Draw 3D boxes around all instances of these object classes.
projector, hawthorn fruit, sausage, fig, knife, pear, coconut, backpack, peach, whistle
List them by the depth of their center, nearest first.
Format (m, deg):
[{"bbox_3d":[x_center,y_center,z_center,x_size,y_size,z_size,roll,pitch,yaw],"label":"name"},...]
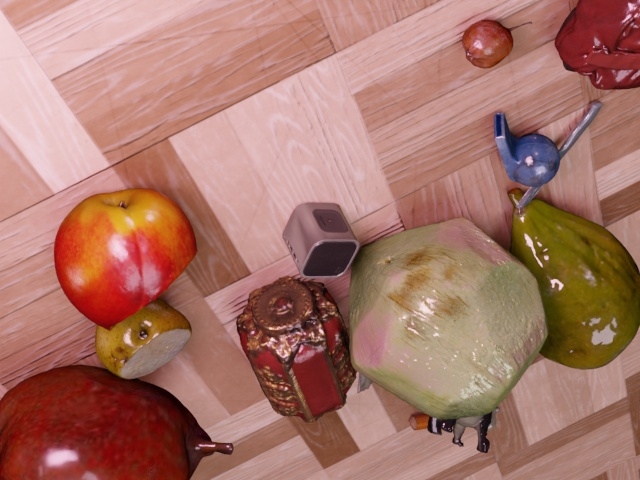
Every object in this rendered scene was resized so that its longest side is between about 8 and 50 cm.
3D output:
[{"bbox_3d":[-0.256,0.028,1.443,0.190,0.190,0.192,-16,121,-13],"label":"peach"},{"bbox_3d":[0.241,-0.279,1.484,0.103,0.067,0.066,-37,141,-7],"label":"hawthorn fruit"},{"bbox_3d":[0.451,-0.299,1.511,0.229,0.138,0.229,-13,138,-12],"label":"backpack"},{"bbox_3d":[-0.272,0.134,1.618,0.141,0.104,0.141,-33,163,-11],"label":"pear"},{"bbox_3d":[0.000,0.000,1.634,0.083,0.082,0.083,0,135,-29],"label":"projector"},{"bbox_3d":[-0.344,0.323,1.649,0.325,0.308,0.308,-35,147,-30],"label":"hawthorn fruit"},{"bbox_3d":[0.321,-0.134,1.665,0.090,0.090,0.158,-29,140,2],"label":"whistle"},{"bbox_3d":[0.183,0.118,1.714,0.329,0.328,0.281,-23,162,-4],"label":"coconut"},{"bbox_3d":[0.378,-0.134,1.727,0.210,0.015,0.028,-55,162,17],"label":"knife"},{"bbox_3d":[0.431,0.052,1.828,0.233,0.233,0.314,-13,116,-16],"label":"fig"},{"bbox_3d":[0.233,0.363,2.201,0.107,0.031,0.031,-4,136,-25],"label":"sausage"}]

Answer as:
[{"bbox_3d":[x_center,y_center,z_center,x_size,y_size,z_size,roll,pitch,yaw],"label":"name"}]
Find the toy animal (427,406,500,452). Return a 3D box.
[{"bbox_3d":[0.289,0.345,2.156,0.225,0.094,0.121,35,69,-43],"label":"toy animal"}]

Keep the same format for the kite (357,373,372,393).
[{"bbox_3d":[0.126,0.199,1.879,0.229,0.012,0.250,-45,119,-38],"label":"kite"}]

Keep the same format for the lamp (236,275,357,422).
[{"bbox_3d":[-0.036,0.176,1.748,0.177,0.177,0.274,-23,143,-4],"label":"lamp"}]
